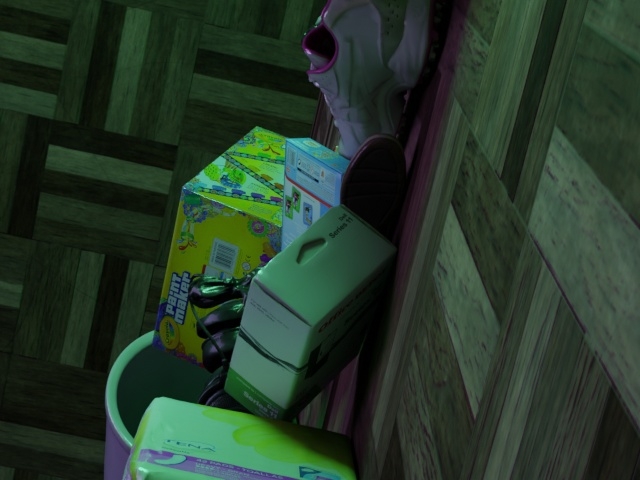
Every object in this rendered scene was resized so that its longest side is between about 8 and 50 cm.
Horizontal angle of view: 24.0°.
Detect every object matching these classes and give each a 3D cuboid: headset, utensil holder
[{"bbox_3d":[-0.077,0.174,2.030,0.394,0.185,0.243,65,-164,-46],"label":"headset"},{"bbox_3d":[-0.260,0.404,2.892,0.385,0.327,0.327,105,175,-48],"label":"utensil holder"}]

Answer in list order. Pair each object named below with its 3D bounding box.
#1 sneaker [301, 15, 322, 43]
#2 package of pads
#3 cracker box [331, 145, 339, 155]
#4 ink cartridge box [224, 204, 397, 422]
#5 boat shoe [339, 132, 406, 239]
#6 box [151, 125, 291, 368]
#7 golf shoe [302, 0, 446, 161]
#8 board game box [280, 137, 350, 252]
[{"bbox_3d":[0.034,-0.233,1.993,0.086,0.132,0.228,-83,6,-51],"label":"sneaker"},{"bbox_3d":[-0.082,0.249,1.483,0.296,0.229,0.101,-103,25,-82],"label":"package of pads"},{"bbox_3d":[0.020,0.000,1.969,0.156,0.067,0.232,155,127,-85],"label":"cracker box"},{"bbox_3d":[-0.013,0.084,1.608,0.153,0.087,0.208,-42,-19,-34],"label":"ink cartridge box"},{"bbox_3d":[0.056,-0.045,1.649,0.072,0.068,0.190,-64,-9,-53],"label":"boat shoe"},{"bbox_3d":[-0.105,0.020,2.360,0.279,0.177,0.290,-46,-26,-58],"label":"box"},{"bbox_3d":[0.042,-0.187,1.672,0.306,0.140,0.115,110,169,-57],"label":"golf shoe"},{"bbox_3d":[0.000,0.000,1.784,0.160,0.039,0.211,-145,55,-59],"label":"board game box"}]
